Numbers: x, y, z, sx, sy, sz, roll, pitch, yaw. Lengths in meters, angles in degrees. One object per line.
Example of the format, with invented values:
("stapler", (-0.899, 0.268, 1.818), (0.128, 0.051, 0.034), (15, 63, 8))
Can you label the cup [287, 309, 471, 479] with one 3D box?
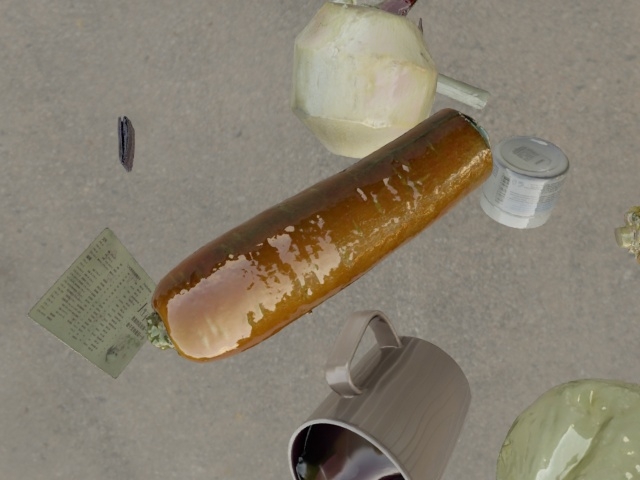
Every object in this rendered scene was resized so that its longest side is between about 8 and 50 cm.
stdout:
("cup", (0.082, 0.276, 0.908), (0.288, 0.273, 0.208), (49, 129, 3))

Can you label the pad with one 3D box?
("pad", (-0.321, 0.109, 0.896), (0.009, 0.159, 0.265), (26, 156, 24))

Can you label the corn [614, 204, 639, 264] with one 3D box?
("corn", (0.470, -0.013, 0.609), (0.288, 0.086, 0.087), (-7, 121, 17))

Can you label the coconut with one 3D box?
("coconut", (0.094, -0.352, 1.321), (0.352, 0.353, 0.353), (2, 122, 3))

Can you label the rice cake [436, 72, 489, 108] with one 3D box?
("rice cake", (0.372, -0.457, 1.713), (0.256, 0.057, 0.052), (25, 160, 10))

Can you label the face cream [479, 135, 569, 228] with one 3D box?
("face cream", (0.481, -0.141, 1.374), (0.177, 0.177, 0.153), (4, 133, 1))

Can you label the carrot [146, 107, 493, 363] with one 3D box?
("carrot", (0.000, 0.000, 0.345), (0.225, 0.067, 0.067), (-32, 118, -10))

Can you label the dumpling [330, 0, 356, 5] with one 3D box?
("dumpling", (0.061, -0.639, 1.585), (0.052, 0.076, 0.057), (-8, 119, 52))

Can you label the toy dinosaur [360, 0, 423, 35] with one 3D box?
("toy dinosaur", (0.201, -0.620, 1.670), (0.206, 0.113, 0.328), (-5, 91, 3))

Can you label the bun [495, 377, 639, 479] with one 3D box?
("bun", (0.260, 0.263, 0.495), (0.259, 0.160, 0.259), (3, 97, 27))

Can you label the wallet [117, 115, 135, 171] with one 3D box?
("wallet", (-0.455, -0.224, 1.369), (0.030, 0.166, 0.111), (-2, 91, -13))
